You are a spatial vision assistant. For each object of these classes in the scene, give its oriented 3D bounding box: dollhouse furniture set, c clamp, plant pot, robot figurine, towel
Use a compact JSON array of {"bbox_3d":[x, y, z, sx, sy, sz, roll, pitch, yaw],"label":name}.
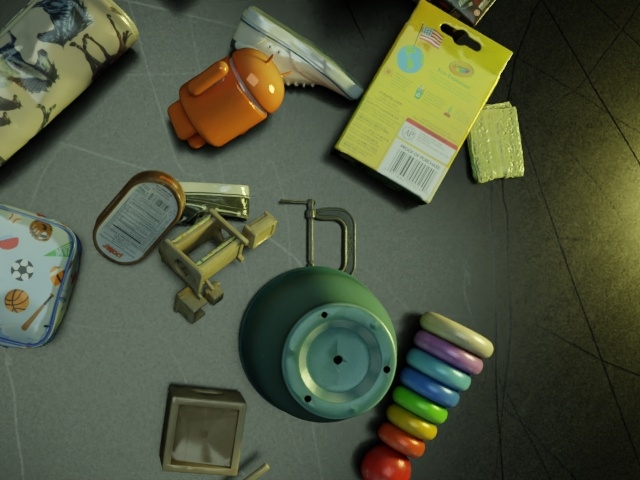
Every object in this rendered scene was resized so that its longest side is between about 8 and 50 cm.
[{"bbox_3d":[-0.186,0.027,1.581,0.101,0.161,0.182,41,53,16],"label":"dollhouse furniture set"},{"bbox_3d":[0.000,0.000,1.652,0.137,0.022,0.160,-4,85,-16],"label":"c clamp"},{"bbox_3d":[0.011,0.182,1.507,0.272,0.255,0.271,0,90,-10],"label":"plant pot"},{"bbox_3d":[-0.155,-0.248,1.570,0.219,0.128,0.158,-31,118,12],"label":"robot figurine"},{"bbox_3d":[0.328,-0.187,1.719,0.110,0.027,0.148,-9,86,-12],"label":"towel"}]

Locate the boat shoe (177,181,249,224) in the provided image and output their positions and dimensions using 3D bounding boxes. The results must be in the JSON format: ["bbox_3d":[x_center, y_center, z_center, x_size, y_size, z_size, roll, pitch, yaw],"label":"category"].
[{"bbox_3d":[-0.232,-0.063,1.584,0.219,0.078,0.070,0,85,-12],"label":"boat shoe"}]

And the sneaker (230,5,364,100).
[{"bbox_3d":[-0.043,-0.319,1.643,0.258,0.094,0.091,32,109,-9],"label":"sneaker"}]

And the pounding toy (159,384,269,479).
[{"bbox_3d":[-0.182,0.365,1.558,0.181,0.094,0.206,8,94,-14],"label":"pounding toy"}]

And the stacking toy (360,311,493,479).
[{"bbox_3d":[0.176,0.300,1.608,0.141,0.141,0.330,27,86,-7],"label":"stacking toy"}]

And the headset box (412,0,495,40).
[{"bbox_3d":[0.225,-0.557,1.685,0.293,0.110,0.218,40,82,-5],"label":"headset box"}]

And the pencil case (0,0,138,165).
[{"bbox_3d":[-0.506,-0.272,1.506,0.410,0.160,0.183,-46,111,-10],"label":"pencil case"}]

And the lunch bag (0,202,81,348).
[{"bbox_3d":[-0.566,0.053,1.499,0.303,0.115,0.243,16,85,-9],"label":"lunch bag"}]

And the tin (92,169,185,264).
[{"bbox_3d":[-0.311,-0.037,1.542,0.106,0.040,0.189,39,111,-15],"label":"tin"}]

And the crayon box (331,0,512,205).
[{"bbox_3d":[0.185,-0.249,1.653,0.202,0.081,0.318,31,87,-3],"label":"crayon box"}]
